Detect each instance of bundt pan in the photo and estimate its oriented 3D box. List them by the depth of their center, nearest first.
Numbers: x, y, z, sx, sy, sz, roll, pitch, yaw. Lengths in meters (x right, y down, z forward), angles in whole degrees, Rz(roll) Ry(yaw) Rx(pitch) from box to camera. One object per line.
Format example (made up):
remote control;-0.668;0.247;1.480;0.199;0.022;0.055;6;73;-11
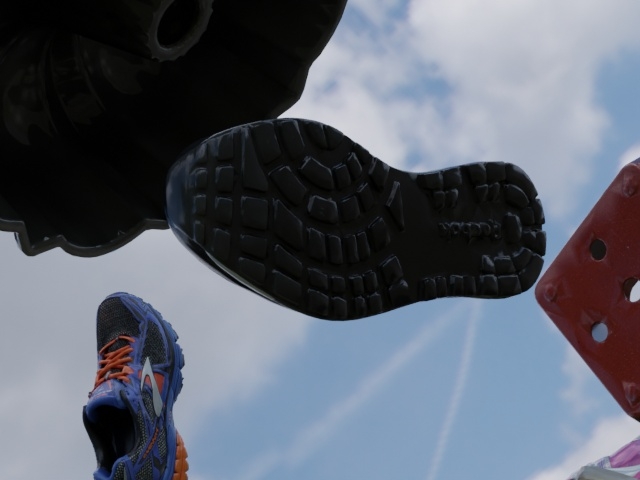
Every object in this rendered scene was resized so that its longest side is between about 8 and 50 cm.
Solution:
bundt pan;-0.124;-0.159;1.014;0.331;0.124;0.330;-38;-31;-28

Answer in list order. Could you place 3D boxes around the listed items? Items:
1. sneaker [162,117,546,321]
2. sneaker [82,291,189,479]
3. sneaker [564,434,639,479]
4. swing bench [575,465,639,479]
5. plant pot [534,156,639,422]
sneaker;0.000;0.000;0.983;0.124;0.107;0.283;-7;-11;43
sneaker;-0.177;0.143;1.560;0.083;0.221;0.087;-29;-33;25
sneaker;0.281;0.185;1.293;0.252;0.103;0.111;-29;1;39
swing bench;0.148;0.294;0.875;0.254;0.165;0.253;-67;-6;22
plant pot;0.377;0.050;1.664;0.236;0.267;0.267;3;-50;-43
